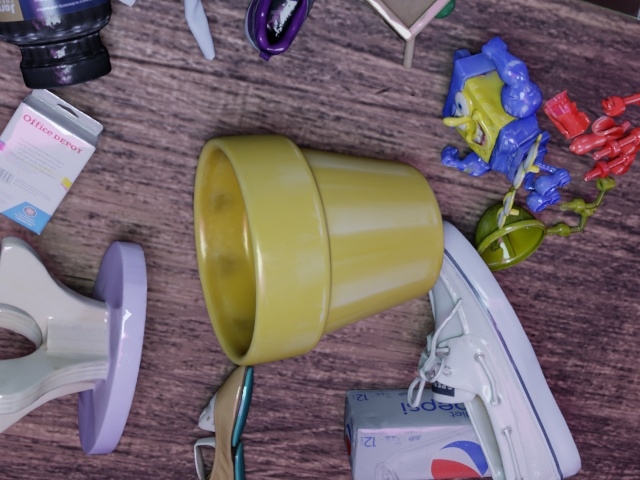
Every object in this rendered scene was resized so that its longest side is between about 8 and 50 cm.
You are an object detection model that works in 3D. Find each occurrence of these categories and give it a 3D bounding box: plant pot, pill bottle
[{"bbox_3d":[0.000,0.000,0.977,0.239,0.254,0.253,-7,114,-20],"label":"plant pot"},{"bbox_3d":[-0.286,-0.274,0.877,0.123,0.123,0.219,-10,113,-3],"label":"pill bottle"}]

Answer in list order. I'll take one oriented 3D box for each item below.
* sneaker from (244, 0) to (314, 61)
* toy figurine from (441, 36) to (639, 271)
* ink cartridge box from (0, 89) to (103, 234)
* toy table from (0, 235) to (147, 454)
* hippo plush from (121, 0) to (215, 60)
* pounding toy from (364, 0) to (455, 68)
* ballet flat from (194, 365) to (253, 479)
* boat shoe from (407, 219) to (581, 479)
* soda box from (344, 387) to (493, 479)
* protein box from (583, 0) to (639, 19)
[{"bbox_3d":[-0.015,-0.299,0.915,0.083,0.098,0.223,17,110,-14],"label":"sneaker"},{"bbox_3d":[0.231,-0.135,1.006,0.191,0.217,0.362,-27,158,-11],"label":"toy figurine"},{"bbox_3d":[-0.316,-0.100,0.965,0.092,0.090,0.143,33,104,-19],"label":"ink cartridge box"},{"bbox_3d":[-0.310,0.126,0.994,0.161,0.252,0.274,6,100,-27],"label":"toy table"},{"bbox_3d":[-0.146,-0.342,0.783,0.234,0.236,0.294,33,107,-6],"label":"hippo plush"},{"bbox_3d":[0.098,-0.283,0.950,0.141,0.100,0.130,43,101,-10],"label":"pounding toy"},{"bbox_3d":[-0.136,0.268,1.156,0.073,0.080,0.232,8,111,5],"label":"ballet flat"},{"bbox_3d":[0.179,0.163,1.077,0.157,0.136,0.367,-27,96,-7],"label":"boat shoe"},{"bbox_3d":[0.180,0.267,1.183,0.287,0.098,0.091,-1,113,-8],"label":"soda box"},{"bbox_3d":[0.402,-0.306,0.910,0.200,0.201,0.135,5,112,-9],"label":"protein box"}]
